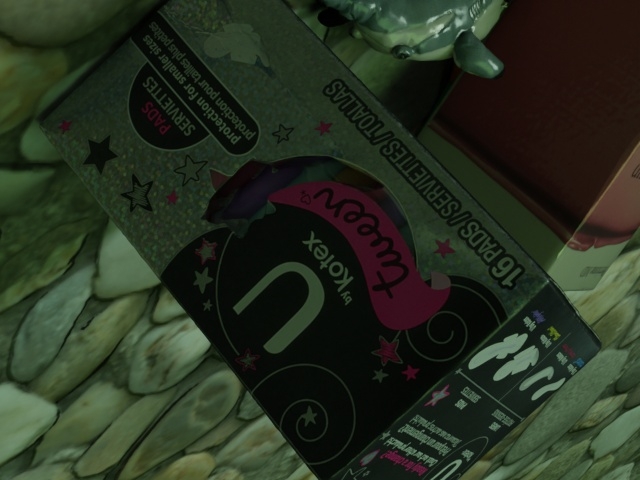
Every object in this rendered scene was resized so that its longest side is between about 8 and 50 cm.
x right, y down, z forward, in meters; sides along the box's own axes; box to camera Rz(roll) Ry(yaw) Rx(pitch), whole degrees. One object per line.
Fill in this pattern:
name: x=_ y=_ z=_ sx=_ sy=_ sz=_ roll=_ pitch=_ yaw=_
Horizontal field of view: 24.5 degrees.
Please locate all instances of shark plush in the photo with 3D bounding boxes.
shark plush: x=0.046 y=-0.144 z=0.856 sx=0.161 sy=0.073 sz=0.067 roll=5 pitch=112 yaw=-32

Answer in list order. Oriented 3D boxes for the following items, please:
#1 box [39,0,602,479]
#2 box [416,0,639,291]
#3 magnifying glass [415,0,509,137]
box: x=0.000 y=0.000 z=0.754 sx=0.142 sy=0.247 sz=0.163 roll=-44 pitch=156 yaw=4
box: x=0.178 y=-0.093 z=0.959 sx=0.232 sy=0.127 sz=0.149 roll=-57 pitch=158 yaw=14
magnifying glass: x=0.098 y=-0.096 z=1.017 sx=0.092 sy=0.026 sz=0.231 roll=-31 pitch=156 yaw=-22
